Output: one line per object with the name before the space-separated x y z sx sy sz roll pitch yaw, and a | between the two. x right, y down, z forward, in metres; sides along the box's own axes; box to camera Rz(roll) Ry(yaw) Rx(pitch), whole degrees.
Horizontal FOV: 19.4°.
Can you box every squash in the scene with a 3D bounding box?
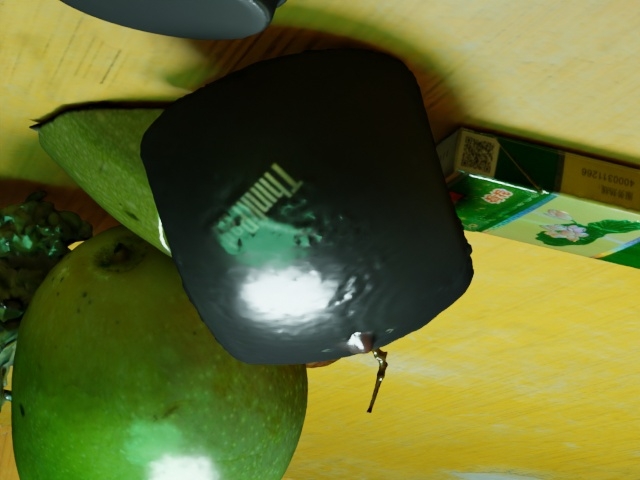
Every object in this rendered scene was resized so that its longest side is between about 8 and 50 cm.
squash | -0.110 -0.024 1.290 0.184 0.085 0.192 0 162 31

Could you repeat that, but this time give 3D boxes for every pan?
pan | -0.066 -0.139 0.902 0.136 0.028 0.235 13 166 -18

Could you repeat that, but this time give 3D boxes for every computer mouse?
computer mouse | 0.000 0.000 1.112 0.170 0.100 0.269 -14 149 6

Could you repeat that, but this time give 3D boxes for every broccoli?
broccoli | -0.219 0.022 1.541 0.275 0.177 0.198 -16 138 -21

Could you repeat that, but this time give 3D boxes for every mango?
mango | -0.128 0.143 1.448 0.225 0.201 0.382 10 135 -2

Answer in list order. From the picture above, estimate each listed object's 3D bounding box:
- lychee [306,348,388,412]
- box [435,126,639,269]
lychee | 0.004 0.057 1.508 0.140 0.101 0.114 14 132 -35
box | 0.177 -0.019 1.226 0.235 0.034 0.132 13 166 -14
